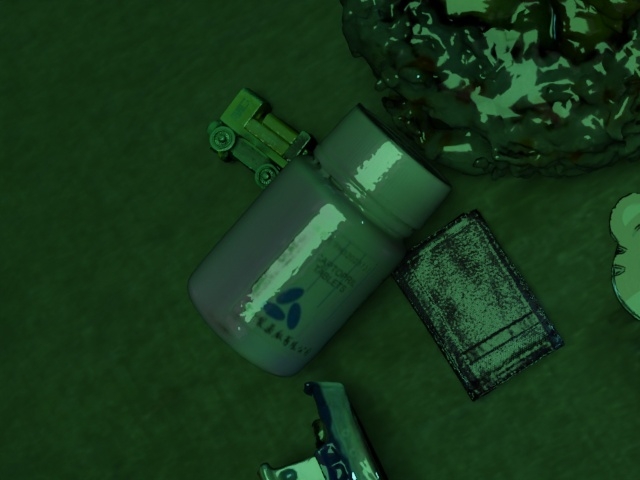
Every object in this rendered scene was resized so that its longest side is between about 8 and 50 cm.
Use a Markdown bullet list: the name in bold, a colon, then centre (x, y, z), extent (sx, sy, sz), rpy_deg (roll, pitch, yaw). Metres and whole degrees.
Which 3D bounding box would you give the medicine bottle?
- **medicine bottle**: centre (0.000, 0.000, 1.350), extent (0.152, 0.152, 0.254), rpy_deg (45, 99, 13)

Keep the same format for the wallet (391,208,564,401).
- **wallet**: centre (0.153, 0.063, 1.364), extent (0.111, 0.030, 0.166), rpy_deg (-35, 78, 13)

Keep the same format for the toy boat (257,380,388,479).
- **toy boat**: centre (0.019, 0.269, 1.346), extent (0.115, 0.114, 0.262), rpy_deg (-25, 84, 1)

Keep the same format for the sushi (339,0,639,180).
- **sushi**: centre (0.204, -0.250, 1.288), extent (0.418, 0.176, 0.417), rpy_deg (-1, 87, 16)

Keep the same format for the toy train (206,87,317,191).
- **toy train**: centre (-0.061, -0.099, 1.426), extent (0.122, 0.050, 0.081), rpy_deg (37, 90, 16)

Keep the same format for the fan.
- **fan**: centre (0.353, 0.064, 1.319), extent (0.153, 0.008, 0.226), rpy_deg (2, 87, 15)
